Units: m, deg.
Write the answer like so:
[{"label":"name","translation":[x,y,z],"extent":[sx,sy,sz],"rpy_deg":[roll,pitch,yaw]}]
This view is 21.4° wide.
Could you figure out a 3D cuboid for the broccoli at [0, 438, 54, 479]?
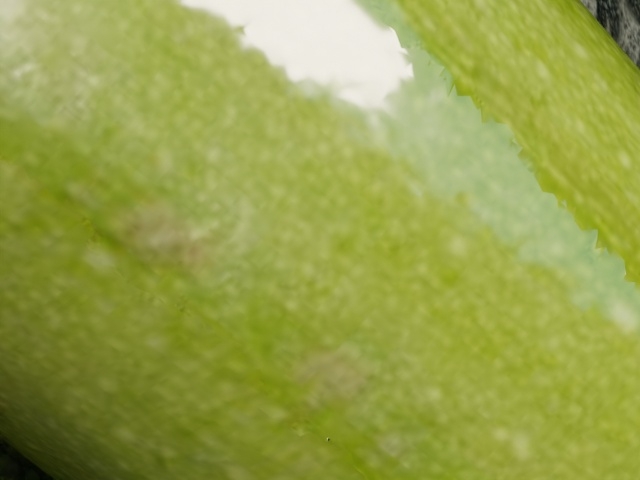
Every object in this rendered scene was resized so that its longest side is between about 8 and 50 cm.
[{"label":"broccoli","translation":[-0.160,0.249,0.658],"extent":[0.249,0.302,0.375],"rpy_deg":[7,80,-26]}]

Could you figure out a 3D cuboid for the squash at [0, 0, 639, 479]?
[{"label":"squash","translation":[0.000,0.000,0.625],"extent":[0.384,0.263,0.263],"rpy_deg":[43,43,-22]}]
